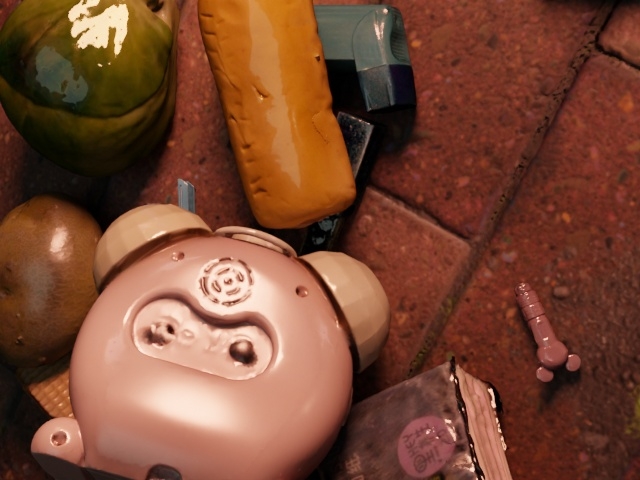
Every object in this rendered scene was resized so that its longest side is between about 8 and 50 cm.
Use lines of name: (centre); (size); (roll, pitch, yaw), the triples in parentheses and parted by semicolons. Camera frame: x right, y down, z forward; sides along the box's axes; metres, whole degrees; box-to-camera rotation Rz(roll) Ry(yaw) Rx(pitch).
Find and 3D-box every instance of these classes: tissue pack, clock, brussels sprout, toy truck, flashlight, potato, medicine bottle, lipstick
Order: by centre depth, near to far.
clock: (-0.113, 0.133, 1.046); (0.342, 0.184, 0.325); (19, 61, -1)
flashlight: (0.244, 0.099, 1.071); (0.052, 0.031, 0.110); (-22, 79, -1)
tissue pack: (0.047, 0.319, 1.072); (0.361, 0.122, 0.259); (-28, 48, 24)
medicine bottle: (-0.007, -0.219, 1.143); (0.258, 0.079, 0.124); (9, 101, 24)
lipstick: (0.000, 0.000, 1.167); (0.051, 0.051, 0.312); (24, 103, 18)
brussels sprout: (-0.283, -0.224, 1.208); (0.219, 0.210, 0.271); (32, 89, 15)
toy truck: (-0.193, -0.035, 1.254); (0.090, 0.056, 0.073); (-46, 78, 6)
potato: (-0.364, 0.052, 1.271); (0.178, 0.160, 0.235); (15, 87, 64)

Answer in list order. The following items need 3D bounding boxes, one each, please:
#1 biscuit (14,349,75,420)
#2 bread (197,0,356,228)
biscuit: (-0.271, 0.236, 1.216); (0.094, 0.054, 0.379); (-39, 44, -21)
bread: (-0.053, -0.160, 1.084); (0.142, 0.091, 0.305); (-11, 97, 34)
